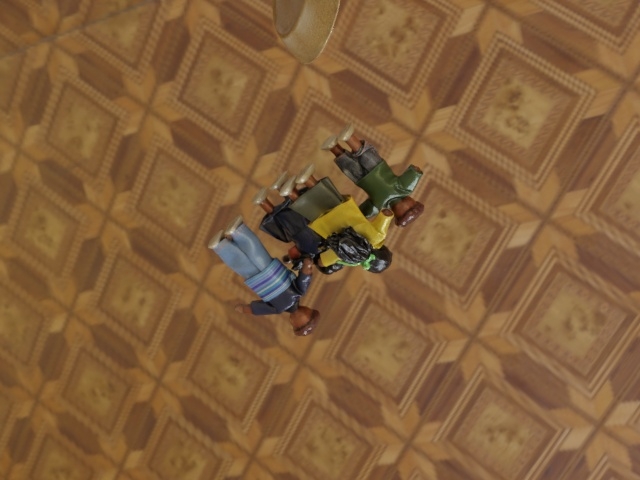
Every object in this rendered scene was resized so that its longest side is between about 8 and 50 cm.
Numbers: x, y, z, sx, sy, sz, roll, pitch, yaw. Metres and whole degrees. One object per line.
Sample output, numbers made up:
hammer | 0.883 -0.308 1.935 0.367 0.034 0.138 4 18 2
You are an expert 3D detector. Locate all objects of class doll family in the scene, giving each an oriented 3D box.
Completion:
doll family | 0.000 0.000 0.877 0.111 0.076 0.193 46 130 -15

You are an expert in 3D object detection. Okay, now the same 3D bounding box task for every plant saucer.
plant saucer | -0.009 -0.134 0.571 0.083 0.015 0.083 -176 90 -69
